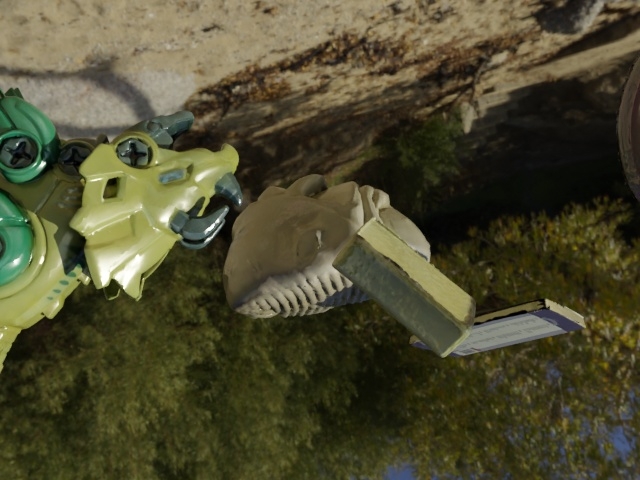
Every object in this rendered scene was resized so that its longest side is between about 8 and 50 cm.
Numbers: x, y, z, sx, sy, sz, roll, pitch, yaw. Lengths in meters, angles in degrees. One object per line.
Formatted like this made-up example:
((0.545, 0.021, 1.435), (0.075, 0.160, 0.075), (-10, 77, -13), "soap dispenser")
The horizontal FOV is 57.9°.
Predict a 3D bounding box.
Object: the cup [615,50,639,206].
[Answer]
((0.265, -0.060, 0.236), (0.203, 0.203, 0.288), (-12, -177, 15), "cup")

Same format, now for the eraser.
((0.104, 0.053, 0.700), (0.058, 0.172, 0.117), (-52, 176, 20), "eraser")

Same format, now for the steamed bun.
((-0.005, -0.002, 0.988), (0.324, 0.219, 0.310), (-25, 160, 26), "steamed bun")

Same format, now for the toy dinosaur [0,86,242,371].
((-0.168, 0.010, 0.307), (0.259, 0.153, 0.094), (-52, -179, -18), "toy dinosaur")

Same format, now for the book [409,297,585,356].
((0.278, 0.142, 0.919), (0.231, 0.026, 0.157), (-23, 150, 35), "book")
